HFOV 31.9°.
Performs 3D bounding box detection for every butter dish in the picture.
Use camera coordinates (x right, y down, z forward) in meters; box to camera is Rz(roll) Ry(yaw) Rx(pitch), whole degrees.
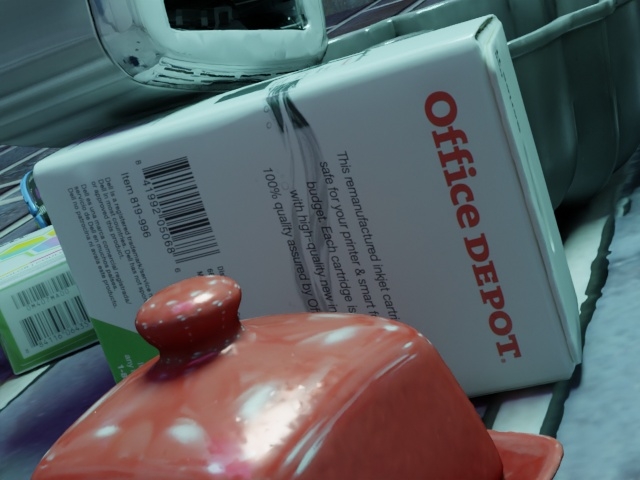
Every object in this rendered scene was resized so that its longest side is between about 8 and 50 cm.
[{"bbox_3d":[-0.026,0.068,0.367,0.160,0.118,0.160,-6,20,39],"label":"butter dish"}]

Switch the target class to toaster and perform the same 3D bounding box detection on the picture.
[{"bbox_3d":[-0.101,-0.123,0.578,0.146,0.129,0.227,-12,1,36],"label":"toaster"}]

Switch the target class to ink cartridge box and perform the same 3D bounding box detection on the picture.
[{"bbox_3d":[-0.190,0.024,0.827,0.109,0.062,0.209,-23,15,-12],"label":"ink cartridge box"},{"bbox_3d":[0.000,0.000,0.511,0.208,0.153,0.087,-13,15,19],"label":"ink cartridge box"}]

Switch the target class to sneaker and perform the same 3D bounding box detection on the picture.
[{"bbox_3d":[-0.256,-0.062,1.200,0.078,0.067,0.188,-20,11,23],"label":"sneaker"}]

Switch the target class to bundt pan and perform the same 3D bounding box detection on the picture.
[{"bbox_3d":[0.068,-0.074,0.738,0.331,0.124,0.331,-19,15,5],"label":"bundt pan"}]
